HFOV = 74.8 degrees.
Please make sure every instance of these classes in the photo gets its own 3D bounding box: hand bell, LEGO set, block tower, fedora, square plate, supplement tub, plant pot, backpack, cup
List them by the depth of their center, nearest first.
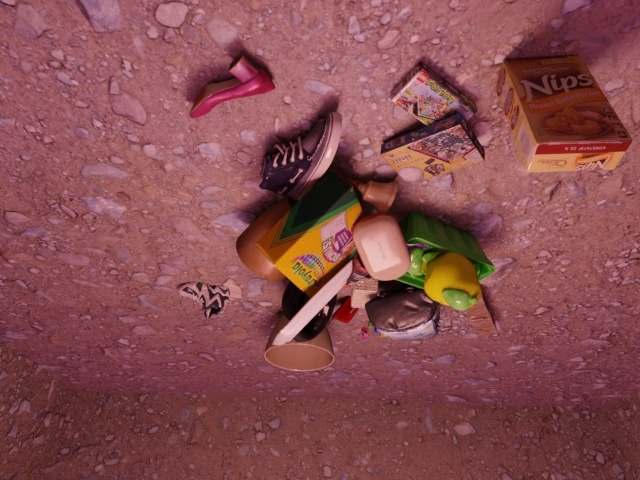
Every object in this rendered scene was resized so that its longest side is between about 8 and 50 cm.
[{"bbox_3d":[0.109,-0.177,1.325,0.242,0.126,0.126,23,139,-6],"label":"hand bell"},{"bbox_3d":[-0.128,-0.030,1.441,0.237,0.237,0.254,23,123,-24],"label":"plant pot"},{"bbox_3d":[-0.026,0.242,1.503,0.049,0.344,0.347,45,158,7],"label":"square plate"},{"bbox_3d":[0.121,0.122,1.688,0.106,0.106,0.198,26,137,-27],"label":"supplement tub"},{"bbox_3d":[-0.069,0.258,1.790,0.152,0.334,0.334,20,154,35],"label":"fedora"},{"bbox_3d":[0.384,0.316,1.797,0.290,0.273,0.355,-16,175,17],"label":"backpack"},{"bbox_3d":[0.727,0.323,1.922,0.097,0.091,0.335,-16,138,22],"label":"block tower"},{"bbox_3d":[-0.096,0.462,2.036,0.331,0.237,0.331,1,142,1],"label":"cup"},{"bbox_3d":[0.282,0.449,2.111,0.087,0.093,0.227,10,142,-9],"label":"LEGO set"}]

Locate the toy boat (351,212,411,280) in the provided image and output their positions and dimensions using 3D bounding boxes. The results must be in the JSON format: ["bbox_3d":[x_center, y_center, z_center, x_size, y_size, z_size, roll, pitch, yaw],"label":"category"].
[{"bbox_3d":[0.200,0.011,1.352,0.151,0.151,0.231,-19,110,16],"label":"toy boat"}]

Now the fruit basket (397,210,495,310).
[{"bbox_3d":[0.411,0.112,1.448,0.392,0.392,0.283,19,140,-20],"label":"fruit basket"}]

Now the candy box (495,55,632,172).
[{"bbox_3d":[0.531,-0.294,0.949,0.183,0.316,0.087,-1,144,5],"label":"candy box"}]

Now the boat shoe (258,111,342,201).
[{"bbox_3d":[-0.070,-0.242,1.208,0.158,0.127,0.340,11,142,-20],"label":"boat shoe"}]

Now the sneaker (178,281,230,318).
[{"bbox_3d":[-0.535,0.280,1.894,0.235,0.153,0.094,10,140,-9],"label":"sneaker"}]

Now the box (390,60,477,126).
[{"bbox_3d":[0.299,-0.364,1.103,0.207,0.036,0.114,24,137,-25],"label":"box"}]

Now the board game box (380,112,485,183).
[{"bbox_3d":[0.318,-0.253,1.197,0.243,0.042,0.165,-14,144,38],"label":"board game box"}]

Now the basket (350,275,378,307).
[{"bbox_3d":[0.189,0.212,1.802,0.113,0.103,0.167,3,143,1],"label":"basket"}]

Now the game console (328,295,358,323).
[{"bbox_3d":[0.114,0.333,1.917,0.124,0.144,0.085,16,136,32],"label":"game console"}]

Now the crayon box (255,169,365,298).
[{"bbox_3d":[0.000,0.000,1.335,0.313,0.106,0.363,-46,152,-6],"label":"crayon box"}]

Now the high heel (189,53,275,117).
[{"bbox_3d":[-0.237,-0.373,1.100,0.244,0.082,0.117,-33,133,27],"label":"high heel"}]
